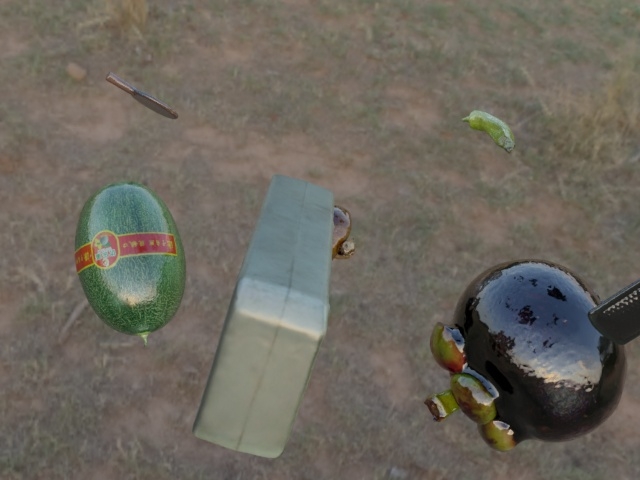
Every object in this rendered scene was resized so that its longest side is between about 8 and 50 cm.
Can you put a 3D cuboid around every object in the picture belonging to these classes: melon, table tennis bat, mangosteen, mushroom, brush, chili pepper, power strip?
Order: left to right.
[{"bbox_3d":[-0.389,-0.251,1.784,0.170,0.119,0.107,31,-8,-32],"label":"table tennis bat"},{"bbox_3d":[-0.320,0.039,1.476,0.182,0.182,0.288,-9,75,-27],"label":"melon"},{"bbox_3d":[-0.025,0.024,0.552,0.053,0.093,0.288,16,17,-4],"label":"power strip"},{"bbox_3d":[0.000,0.000,1.401,0.087,0.127,0.127,42,29,-24],"label":"mushroom"},{"bbox_3d":[0.324,-0.200,1.590,0.049,0.043,0.208,26,14,-24],"label":"chili pepper"},{"bbox_3d":[0.290,0.177,1.278,0.302,0.275,0.275,-30,44,2],"label":"mangosteen"},{"bbox_3d":[0.350,0.039,0.835,0.063,0.193,0.016,37,28,-26],"label":"brush"}]
